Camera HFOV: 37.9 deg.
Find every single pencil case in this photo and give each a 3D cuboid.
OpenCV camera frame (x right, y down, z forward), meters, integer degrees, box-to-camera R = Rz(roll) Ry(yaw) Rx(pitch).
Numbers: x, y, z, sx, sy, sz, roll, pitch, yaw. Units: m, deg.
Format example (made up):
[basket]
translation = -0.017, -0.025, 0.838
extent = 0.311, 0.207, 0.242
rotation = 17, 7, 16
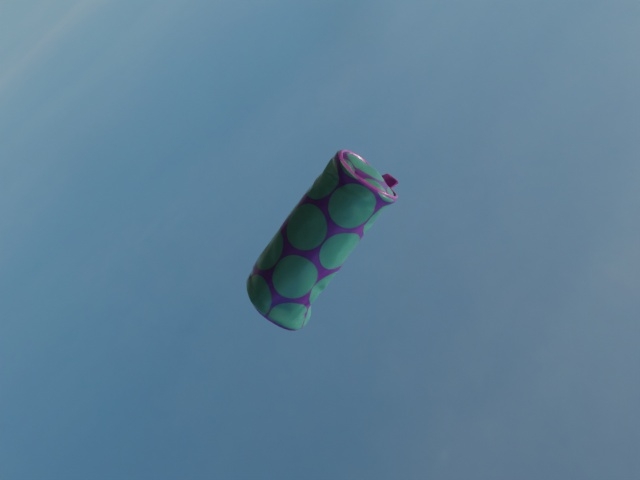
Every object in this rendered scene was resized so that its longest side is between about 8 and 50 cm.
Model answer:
[pencil case]
translation = 0.000, 0.000, 0.785
extent = 0.152, 0.070, 0.064
rotation = -54, -130, 17
